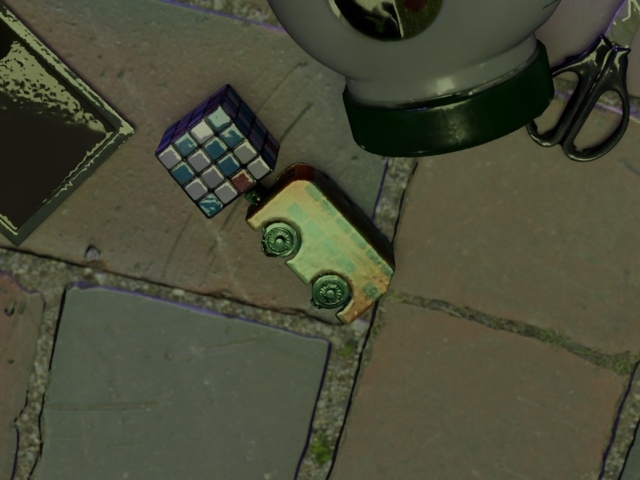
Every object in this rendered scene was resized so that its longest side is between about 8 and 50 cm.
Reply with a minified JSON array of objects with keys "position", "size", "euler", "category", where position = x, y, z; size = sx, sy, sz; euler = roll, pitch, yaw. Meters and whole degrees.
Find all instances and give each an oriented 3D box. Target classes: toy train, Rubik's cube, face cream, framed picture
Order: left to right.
[{"position":[-0.355,-0.141,1.715],"size":[0.197,0.014,0.252],"euler":[-43,102,15],"category":"framed picture"},{"position":[-0.108,-0.095,1.678],"size":[0.092,0.092,0.092],"euler":[-37,104,14],"category":"Rubik's cube"},{"position":[0.000,0.000,1.717],"size":[0.099,0.072,0.188],"euler":[-39,103,15],"category":"toy train"},{"position":[0.090,-0.281,1.529],"size":[0.313,0.219,0.357],"euler":[-7,115,22],"category":"face cream"}]

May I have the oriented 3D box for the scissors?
[{"position":[0.310,-0.217,1.635],"size":[0.109,0.022,0.300],"euler":[25,115,-2],"category":"scissors"}]
